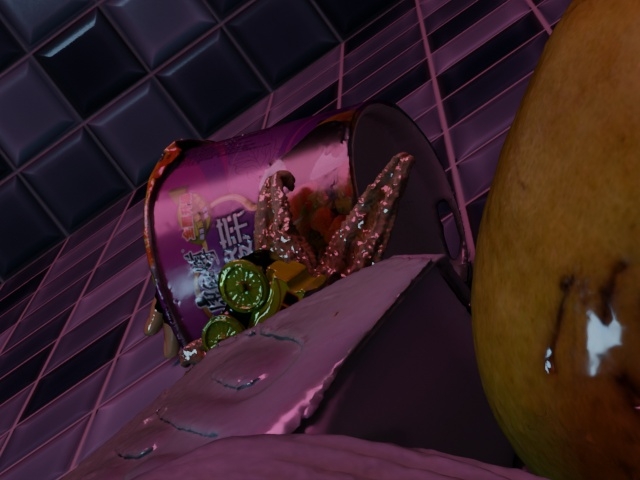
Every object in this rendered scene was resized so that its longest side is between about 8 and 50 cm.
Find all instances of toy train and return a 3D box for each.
[{"bbox_3d":[-0.068,0.123,1.210,0.053,0.085,0.249,-32,-34,-61],"label":"toy train"}]

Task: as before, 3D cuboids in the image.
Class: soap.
[{"bbox_3d":[-0.072,0.198,1.022,0.446,0.156,0.261,-40,13,-18],"label":"soap"}]

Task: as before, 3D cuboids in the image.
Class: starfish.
[{"bbox_3d":[0.014,0.046,1.201,0.295,0.231,0.048,9,5,39],"label":"starfish"}]

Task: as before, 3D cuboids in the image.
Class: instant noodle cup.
[{"bbox_3d":[0.000,0.000,1.374,0.190,0.251,0.251,-20,19,28],"label":"instant noodle cup"}]

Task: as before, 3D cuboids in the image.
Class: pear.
[{"bbox_3d":[0.211,0.012,0.658,0.304,0.304,0.304,-35,13,9],"label":"pear"}]

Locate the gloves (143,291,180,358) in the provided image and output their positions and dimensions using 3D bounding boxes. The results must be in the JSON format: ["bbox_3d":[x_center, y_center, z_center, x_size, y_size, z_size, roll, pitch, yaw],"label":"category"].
[{"bbox_3d":[-0.119,0.051,1.778,0.203,0.124,0.164,-25,-3,16],"label":"gloves"}]

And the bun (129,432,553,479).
[{"bbox_3d":[0.030,0.210,0.491,0.355,0.194,0.354,8,24,-3],"label":"bun"}]
